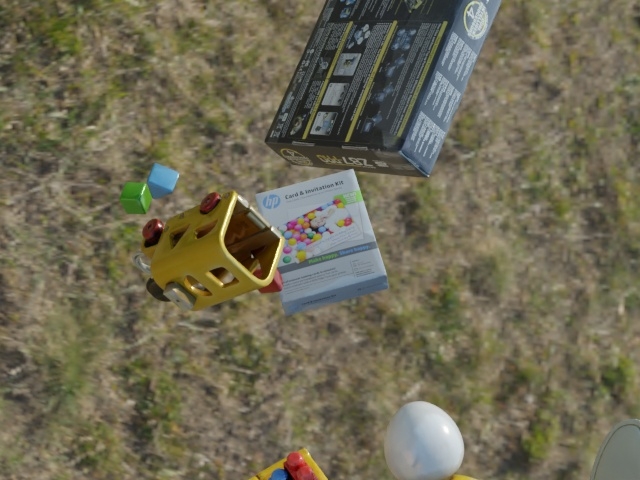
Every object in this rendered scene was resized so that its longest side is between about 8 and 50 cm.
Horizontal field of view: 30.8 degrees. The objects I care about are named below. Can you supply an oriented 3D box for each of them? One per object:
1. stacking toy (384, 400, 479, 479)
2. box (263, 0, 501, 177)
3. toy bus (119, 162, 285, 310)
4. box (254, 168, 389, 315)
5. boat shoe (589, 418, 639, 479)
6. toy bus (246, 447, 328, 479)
[{"bbox_3d":[0.197,0.470,1.707,0.350,0.350,0.480,-14,86,-40],"label":"stacking toy"},{"bbox_3d":[0.107,-0.305,1.914,0.097,0.318,0.395,35,71,-41],"label":"box"},{"bbox_3d":[-0.142,0.027,1.317,0.202,0.191,0.104,96,8,-50],"label":"toy bus"},{"bbox_3d":[0.000,0.000,1.575,0.038,0.145,0.186,76,-1,-54],"label":"box"},{"bbox_3d":[0.354,0.327,1.274,0.079,0.095,0.255,18,63,-28],"label":"boat shoe"},{"bbox_3d":[-0.016,0.423,1.750,0.149,0.220,0.211,-26,142,-19],"label":"toy bus"}]
